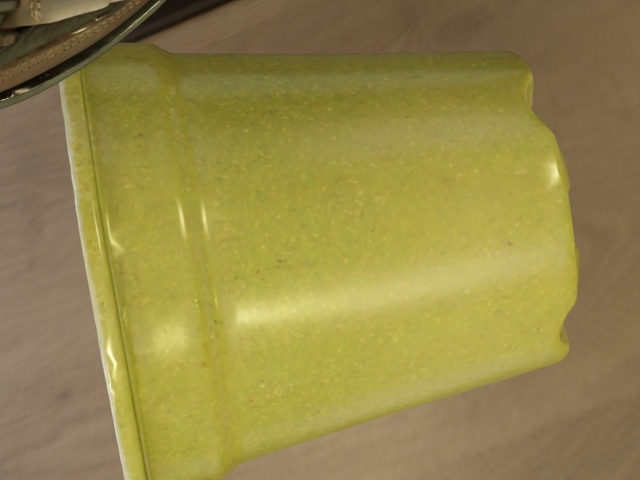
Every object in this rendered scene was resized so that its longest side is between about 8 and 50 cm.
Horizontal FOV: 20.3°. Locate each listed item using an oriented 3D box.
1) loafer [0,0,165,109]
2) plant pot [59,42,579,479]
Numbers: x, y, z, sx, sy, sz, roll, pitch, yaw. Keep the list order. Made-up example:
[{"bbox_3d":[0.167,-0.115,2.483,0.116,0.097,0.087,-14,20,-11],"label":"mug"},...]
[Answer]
[{"bbox_3d":[-0.129,-0.076,0.486,0.267,0.084,0.096,-24,90,-28],"label":"loafer"},{"bbox_3d":[0.000,0.000,0.995,0.254,0.276,0.276,-9,102,-5],"label":"plant pot"}]
